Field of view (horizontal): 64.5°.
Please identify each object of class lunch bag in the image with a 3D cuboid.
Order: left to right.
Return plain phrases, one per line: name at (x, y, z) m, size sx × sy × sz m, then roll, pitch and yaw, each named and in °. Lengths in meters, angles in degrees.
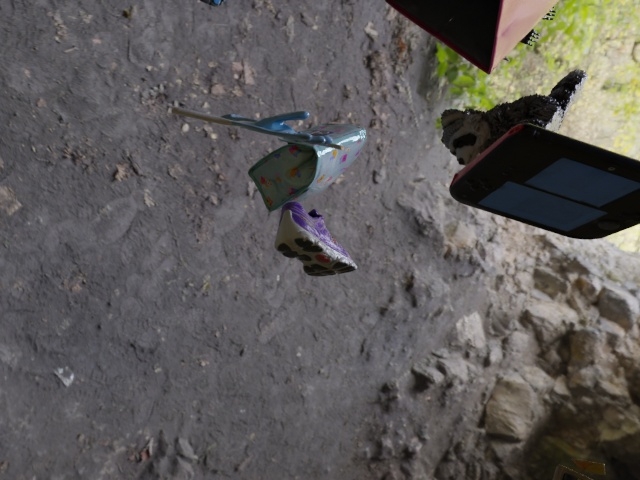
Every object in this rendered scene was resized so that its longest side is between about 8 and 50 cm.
lunch bag at (-0.025, -0.208, 1.330) m, size 0.223 × 0.262 × 0.160 m, roll -29°, pitch 89°, yaw -44°

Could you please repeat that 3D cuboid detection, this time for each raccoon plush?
raccoon plush at (0.567, -0.372, 1.541) m, size 0.446 × 0.299 × 0.216 m, roll -44°, pitch 147°, yaw -30°

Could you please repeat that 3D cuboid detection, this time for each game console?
game console at (0.497, -0.102, 1.053) m, size 0.387 × 0.342 × 0.060 m, roll 16°, pitch 78°, yaw -5°

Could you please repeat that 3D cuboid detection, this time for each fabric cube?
fabric cube at (0.259, -0.475, 0.776) m, size 0.258 × 0.259 × 0.254 m, roll -47°, pitch 162°, yaw 2°

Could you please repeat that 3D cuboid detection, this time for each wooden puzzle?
wooden puzzle at (0.391, 0.389, 0.773) m, size 0.014 × 0.079 × 0.116 m, roll 64°, pitch 43°, yaw -57°

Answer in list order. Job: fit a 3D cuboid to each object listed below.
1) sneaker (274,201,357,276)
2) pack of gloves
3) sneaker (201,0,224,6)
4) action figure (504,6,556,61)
sneaker at (0.000, 0.000, 0.665) m, size 0.170 × 0.068 × 0.071 m, roll 45°, pitch 40°, yaw -57°
pack of gloves at (-0.077, -0.186, 0.788) m, size 0.195 × 0.232 × 0.046 m, roll -34°, pitch 137°, yaw -74°
sneaker at (-0.303, -0.528, 0.919) m, size 0.125 × 0.140 × 0.341 m, roll -65°, pitch 162°, yaw 10°
action figure at (0.490, -0.570, 1.377) m, size 0.141 × 0.276 × 0.164 m, roll 21°, pitch 99°, yaw -28°
